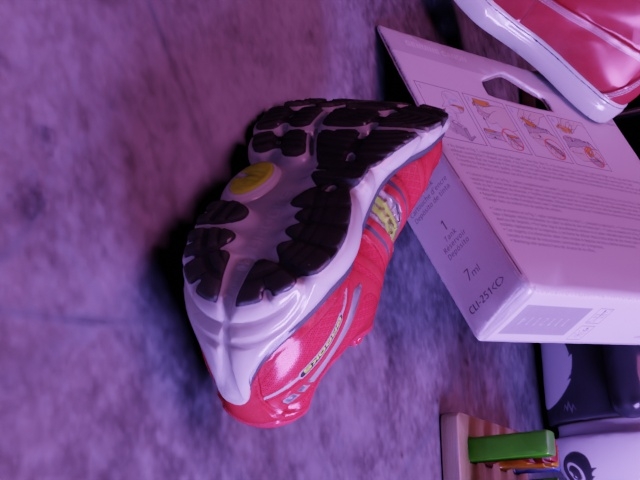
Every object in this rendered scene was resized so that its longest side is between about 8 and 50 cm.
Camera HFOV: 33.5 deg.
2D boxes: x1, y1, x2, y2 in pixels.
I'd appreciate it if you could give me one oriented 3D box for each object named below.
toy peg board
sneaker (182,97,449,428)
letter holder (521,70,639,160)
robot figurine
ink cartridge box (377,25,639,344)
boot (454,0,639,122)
[{"bbox_3d":[0.164,0.222,0.835,0.161,0.079,0.161,28,57,-56],"label":"toy peg board"},{"bbox_3d":[0.000,0.000,0.612,0.279,0.107,0.118,-52,145,-52],"label":"sneaker"},{"bbox_3d":[0.380,-0.081,1.204,0.302,0.214,0.152,33,52,-54],"label":"letter holder"},{"bbox_3d":[0.298,0.117,1.032,0.209,0.173,0.278,8,71,-33],"label":"robot figurine"},{"bbox_3d":[0.183,-0.037,0.868,0.296,0.066,0.261,6,46,-41],"label":"ink cartridge box"},{"bbox_3d":[0.219,-0.240,0.917,0.244,0.176,0.088,37,33,-7],"label":"boot"}]
